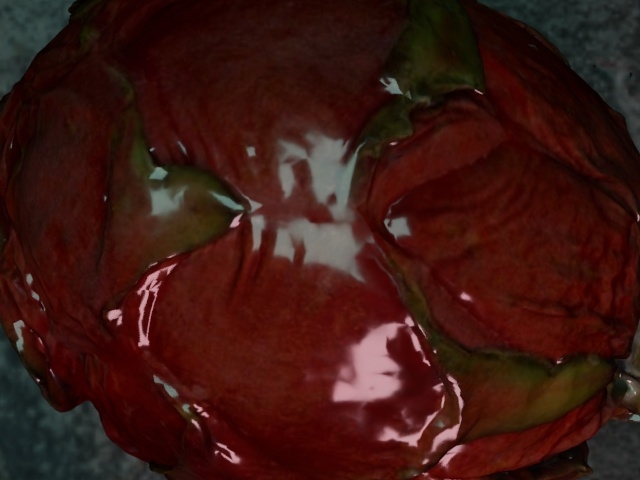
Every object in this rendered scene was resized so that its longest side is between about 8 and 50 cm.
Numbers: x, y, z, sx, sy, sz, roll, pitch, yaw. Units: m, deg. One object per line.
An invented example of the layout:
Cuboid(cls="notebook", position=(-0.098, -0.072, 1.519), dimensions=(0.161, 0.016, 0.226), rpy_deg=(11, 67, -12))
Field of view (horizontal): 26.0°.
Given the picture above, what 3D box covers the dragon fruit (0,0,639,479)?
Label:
Cuboid(cls="dragon fruit", position=(0.000, 0.000, 0.654), dimensions=(0.343, 0.277, 0.277), rpy_deg=(9, 82, 16))
